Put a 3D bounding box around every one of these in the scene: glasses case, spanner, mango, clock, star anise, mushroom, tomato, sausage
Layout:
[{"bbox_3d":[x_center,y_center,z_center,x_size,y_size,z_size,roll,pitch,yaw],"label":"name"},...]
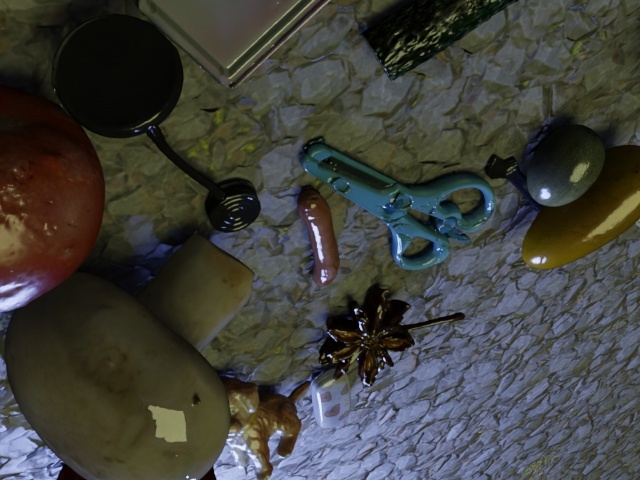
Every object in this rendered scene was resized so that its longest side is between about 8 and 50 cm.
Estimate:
[{"bbox_3d":[0.019,0.271,1.440,0.063,0.041,0.164,-25,143,-16],"label":"glasses case"},{"bbox_3d":[0.306,-0.084,1.287,0.046,0.012,0.208,-44,142,14],"label":"spanner"},{"bbox_3d":[0.412,-0.050,1.300,0.253,0.138,0.113,-43,120,17],"label":"mango"},{"bbox_3d":[-0.067,-0.254,0.784,0.192,0.071,0.147,-41,142,10],"label":"clock"},{"bbox_3d":[0.100,0.158,1.343,0.233,0.073,0.177,20,111,-28],"label":"star anise"},{"bbox_3d":[-0.203,0.136,0.999,0.290,0.292,0.293,-46,152,-34],"label":"mushroom"},{"bbox_3d":[-0.299,-0.032,0.751,0.208,0.208,0.184,-2,130,-34],"label":"tomato"},{"bbox_3d":[0.000,0.000,1.135,0.043,0.043,0.186,-25,142,-11],"label":"sausage"}]

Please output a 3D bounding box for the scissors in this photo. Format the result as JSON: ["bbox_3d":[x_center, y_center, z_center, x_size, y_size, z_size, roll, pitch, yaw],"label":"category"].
[{"bbox_3d":[0.108,-0.055,1.160,0.180,0.032,0.393,-47,140,16],"label":"scissors"}]

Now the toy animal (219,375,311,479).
[{"bbox_3d":[-0.103,0.248,1.315,0.184,0.104,0.185,-56,130,-26],"label":"toy animal"}]

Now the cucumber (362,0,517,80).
[{"bbox_3d":[0.182,-0.281,0.943,0.293,0.067,0.067,-33,143,-1],"label":"cucumber"}]

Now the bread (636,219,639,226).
[{"bbox_3d":[0.561,-0.103,1.403,0.119,0.067,0.192,0,133,-45],"label":"bread"}]

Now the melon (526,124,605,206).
[{"bbox_3d":[0.354,-0.108,1.226,0.098,0.098,0.131,6,133,-39],"label":"melon"}]

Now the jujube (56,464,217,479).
[{"bbox_3d":[-0.263,0.371,1.230,0.232,0.213,0.213,-14,139,-16],"label":"jujube"}]

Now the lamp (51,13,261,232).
[{"bbox_3d":[-0.141,-0.071,0.872,0.130,0.109,0.371,-29,149,-5],"label":"lamp"}]
